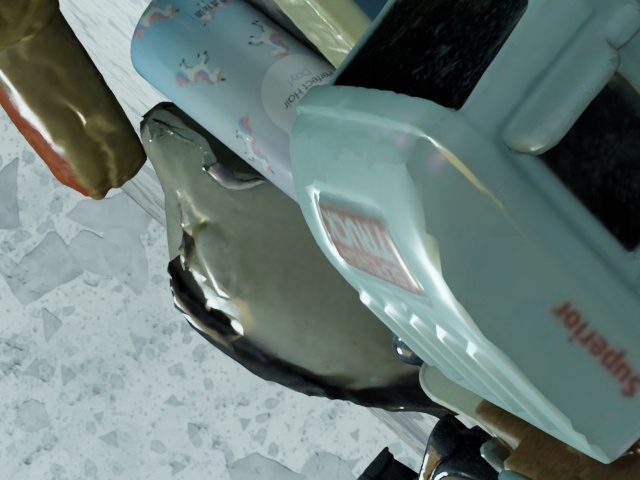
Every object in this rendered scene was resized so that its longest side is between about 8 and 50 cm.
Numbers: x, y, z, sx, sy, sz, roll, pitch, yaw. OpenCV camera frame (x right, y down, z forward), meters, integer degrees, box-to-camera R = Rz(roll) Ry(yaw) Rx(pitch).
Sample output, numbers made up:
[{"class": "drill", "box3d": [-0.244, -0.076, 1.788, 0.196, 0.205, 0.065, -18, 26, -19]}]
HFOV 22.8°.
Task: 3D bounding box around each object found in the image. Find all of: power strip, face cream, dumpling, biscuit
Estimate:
[{"class": "power strip", "box3d": [0.014, -0.100, 0.727, 0.123, 0.032, 0.056, 45, 173, -22]}, {"class": "face cream", "box3d": [-0.005, -0.062, 0.888, 0.229, 0.075, 0.075, 39, 172, 24]}, {"class": "dumpling", "box3d": [-0.007, 0.015, 1.025, 0.293, 0.163, 0.204, 34, 172, -19]}, {"class": "biscuit", "box3d": [-0.252, -0.208, 0.989, 0.394, 0.076, 0.368, 53, 172, 27]}]

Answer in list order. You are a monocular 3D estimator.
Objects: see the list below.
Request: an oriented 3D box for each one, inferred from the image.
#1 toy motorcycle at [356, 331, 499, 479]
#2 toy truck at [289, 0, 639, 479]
[{"class": "toy motorcycle", "box3d": [0.093, 0.121, 0.897, 0.157, 0.091, 0.263, 28, 134, 16]}, {"class": "toy truck", "box3d": [0.127, 0.037, 0.418, 0.305, 0.162, 0.136, 45, 172, -18]}]
